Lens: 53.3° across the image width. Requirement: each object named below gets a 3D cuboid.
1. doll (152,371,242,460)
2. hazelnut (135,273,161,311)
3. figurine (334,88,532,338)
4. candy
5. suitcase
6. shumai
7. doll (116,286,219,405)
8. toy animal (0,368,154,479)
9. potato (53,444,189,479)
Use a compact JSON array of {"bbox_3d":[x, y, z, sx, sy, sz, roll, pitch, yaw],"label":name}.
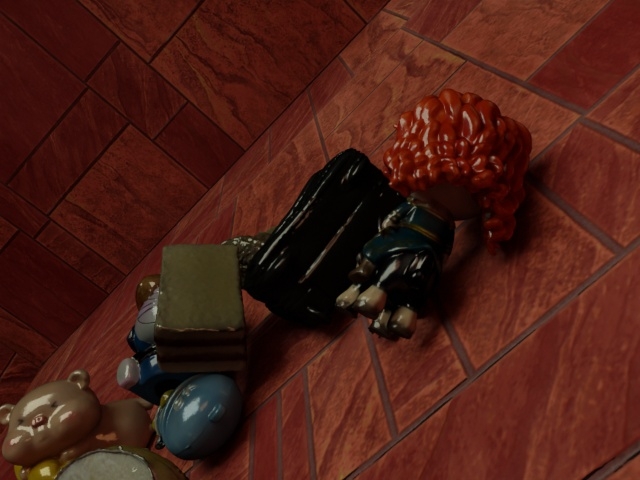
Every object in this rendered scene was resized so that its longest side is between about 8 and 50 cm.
[{"bbox_3d":[-0.254,0.348,1.273,0.314,0.141,0.177,-26,25,55],"label":"doll"},{"bbox_3d":[-0.552,0.195,2.184,0.182,0.182,0.182,-42,20,19],"label":"hazelnut"},{"bbox_3d":[0.168,-0.034,1.017,0.412,0.241,0.306,-62,-9,15],"label":"figurine"},{"bbox_3d":[-0.250,0.137,1.348,0.320,0.179,0.135,-107,16,-57],"label":"candy"},{"bbox_3d":[0.000,0.000,1.311,0.345,0.188,0.339,-55,7,-12],"label":"suitcase"},{"bbox_3d":[-0.155,0.032,1.654,0.206,0.166,0.175,-2,35,32],"label":"shumai"},{"bbox_3d":[-0.339,0.239,1.535,0.284,0.240,0.310,-18,38,8],"label":"doll"},{"bbox_3d":[-0.573,0.438,1.485,0.345,0.247,0.277,-12,18,-11],"label":"toy animal"},{"bbox_3d":[-0.299,0.474,1.075,0.300,0.196,0.246,12,81,36],"label":"potato"}]
